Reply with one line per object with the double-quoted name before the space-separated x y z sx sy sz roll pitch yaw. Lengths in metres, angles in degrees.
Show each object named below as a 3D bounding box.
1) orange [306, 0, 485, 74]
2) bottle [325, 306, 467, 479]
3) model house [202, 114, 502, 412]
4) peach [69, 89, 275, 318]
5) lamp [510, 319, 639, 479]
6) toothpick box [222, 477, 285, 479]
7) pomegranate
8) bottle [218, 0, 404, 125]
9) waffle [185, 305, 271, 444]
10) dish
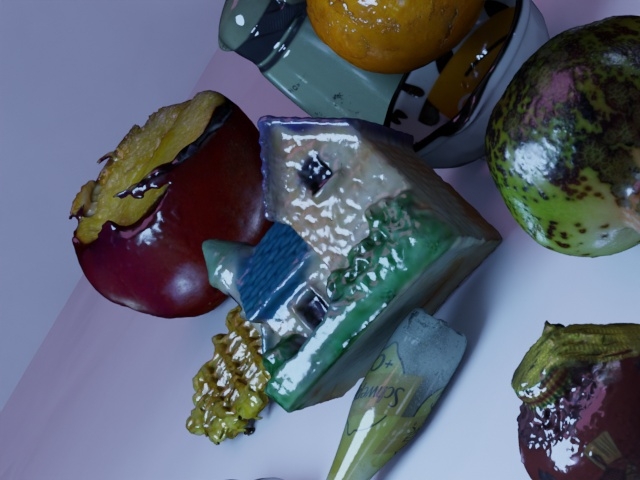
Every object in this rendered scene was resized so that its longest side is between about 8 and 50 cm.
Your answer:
"orange" 0.098 -0.331 1.452 0.240 0.240 0.240 -48 22 26
"bottle" 0.066 0.204 1.261 0.270 0.083 0.083 -59 19 -4
"model house" 0.000 0.000 1.337 0.312 0.280 0.245 -48 -18 19
"peach" -0.258 -0.074 2.082 0.339 0.353 0.417 15 97 52
"lamp" 0.220 0.136 0.919 0.156 0.135 0.157 -36 31 47
"toothpick box" -0.093 0.345 1.408 0.149 0.098 0.098 -23 39 58
"pomegranate" 0.292 -0.081 1.040 0.204 0.276 0.222 -40 -39 -40
"bottle" -0.012 -0.297 1.822 0.168 0.347 0.168 -46 23 26
"waffle" -0.105 0.176 1.745 0.325 0.068 0.302 -40 25 44
"dish" 0.206 -0.192 1.474 0.303 0.120 0.303 -48 22 26
